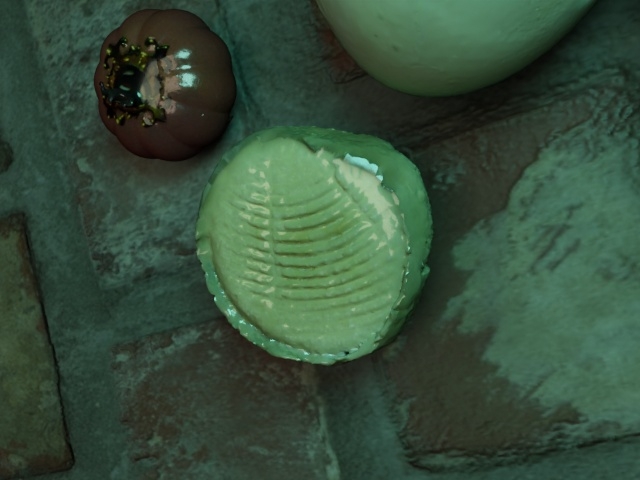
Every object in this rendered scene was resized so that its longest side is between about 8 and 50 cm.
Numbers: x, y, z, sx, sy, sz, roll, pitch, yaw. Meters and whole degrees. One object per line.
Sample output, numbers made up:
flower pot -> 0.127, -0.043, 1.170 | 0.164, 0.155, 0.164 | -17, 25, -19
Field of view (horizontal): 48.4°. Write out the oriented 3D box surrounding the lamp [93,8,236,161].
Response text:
lamp -> -0.188, -0.183, 0.837 | 0.182, 0.140, 0.182 | 2, 95, 24

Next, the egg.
egg -> 0.117, -0.280, 0.591 | 0.283, 0.283, 0.345 | 36, 133, 21

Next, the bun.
bun -> 0.000, 0.000, 0.743 | 0.259, 0.152, 0.259 | 8, 109, 24
